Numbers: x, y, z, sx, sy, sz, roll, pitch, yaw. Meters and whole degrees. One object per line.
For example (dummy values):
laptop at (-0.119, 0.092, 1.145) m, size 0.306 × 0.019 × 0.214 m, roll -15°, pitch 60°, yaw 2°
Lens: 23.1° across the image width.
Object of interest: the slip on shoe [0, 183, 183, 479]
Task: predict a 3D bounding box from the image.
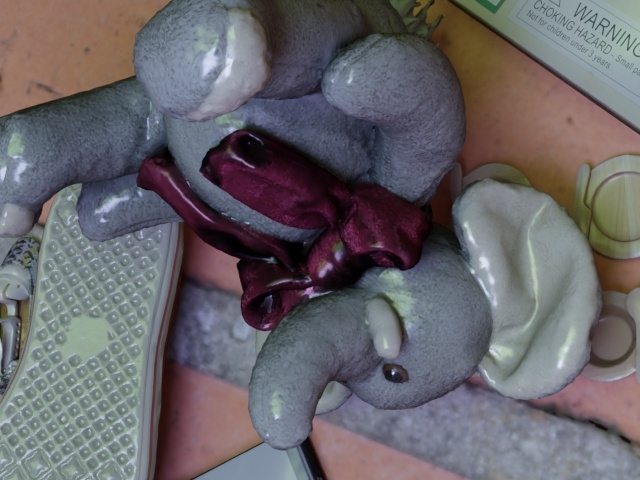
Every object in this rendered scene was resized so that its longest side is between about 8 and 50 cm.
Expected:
slip on shoe at (-0.157, 0.112, 1.027) m, size 0.123 × 0.101 × 0.331 m, roll 12°, pitch 81°, yaw 5°

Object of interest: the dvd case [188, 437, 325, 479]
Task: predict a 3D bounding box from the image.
dvd case at (-0.080, 0.252, 1.005) m, size 0.238 × 0.029 × 0.179 m, roll -29°, pitch 69°, yaw 16°

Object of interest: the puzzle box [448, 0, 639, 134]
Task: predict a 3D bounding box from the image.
puzzle box at (0.219, -0.213, 0.950) m, size 0.409 × 0.052 × 0.272 m, roll 40°, pitch 98°, yaw 26°

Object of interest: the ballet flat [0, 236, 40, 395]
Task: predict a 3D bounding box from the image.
ballet flat at (-0.217, 0.052, 1.101) m, size 0.041 × 0.041 × 0.114 m, roll 0°, pitch 79°, yaw 24°

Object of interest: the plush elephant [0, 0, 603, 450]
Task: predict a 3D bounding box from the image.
plush elephant at (0.000, 0.000, 0.893) m, size 0.272 × 0.330 × 0.255 m, roll -22°, pitch 89°, yaw 42°

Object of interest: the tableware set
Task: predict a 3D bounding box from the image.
tableware set at (0.140, 0.016, 0.957) m, size 0.168 × 0.020 × 0.141 m, roll 0°, pitch 80°, yaw 24°
